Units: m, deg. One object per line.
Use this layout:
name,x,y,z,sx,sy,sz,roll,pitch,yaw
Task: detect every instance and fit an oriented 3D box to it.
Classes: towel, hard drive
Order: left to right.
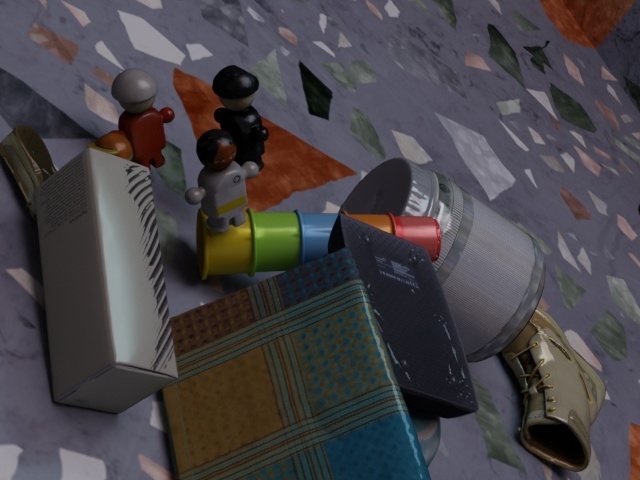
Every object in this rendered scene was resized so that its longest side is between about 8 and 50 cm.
towel,-0.040,0.200,1.514,0.040,0.271,0.370,62,9,-51
hard drive,0.093,0.095,1.658,0.172,0.054,0.255,21,39,-37

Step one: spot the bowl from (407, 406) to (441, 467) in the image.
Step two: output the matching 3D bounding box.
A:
bowl,0.028,0.207,1.662,0.311,0.163,0.312,33,33,-25

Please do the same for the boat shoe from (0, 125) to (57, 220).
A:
boat shoe,-0.339,-0.063,1.636,0.056,0.048,0.153,-11,69,-60

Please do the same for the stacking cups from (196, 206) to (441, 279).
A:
stacking cups,0.000,0.000,1.773,0.316,0.096,0.096,-1,47,-9

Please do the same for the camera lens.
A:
camera lens,0.171,0.033,1.981,0.274,0.219,0.219,33,34,-24

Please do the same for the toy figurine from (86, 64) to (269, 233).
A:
toy figurine,-0.177,-0.119,1.713,0.213,0.148,0.210,2,37,9

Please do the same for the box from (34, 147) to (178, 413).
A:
box,-0.242,0.044,1.525,0.094,0.113,0.275,18,51,-44

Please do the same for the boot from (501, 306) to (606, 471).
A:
boot,0.329,0.215,2.099,0.262,0.095,0.203,47,31,-10
